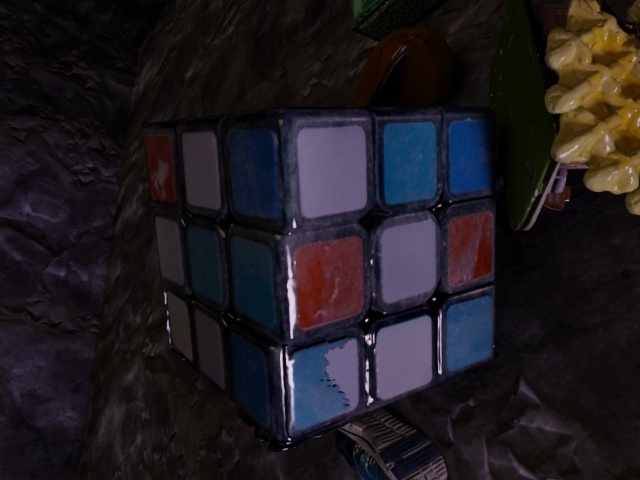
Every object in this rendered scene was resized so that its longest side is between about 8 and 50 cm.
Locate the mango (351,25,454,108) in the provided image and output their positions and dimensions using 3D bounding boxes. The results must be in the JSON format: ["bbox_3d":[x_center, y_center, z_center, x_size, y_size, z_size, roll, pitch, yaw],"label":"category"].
[{"bbox_3d":[0.128,-0.250,0.937,0.236,0.136,0.166,-59,23,27],"label":"mango"}]

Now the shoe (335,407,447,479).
[{"bbox_3d":[0.094,0.318,0.795,0.207,0.092,0.106,22,116,51],"label":"shoe"}]

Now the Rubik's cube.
[{"bbox_3d":[0.000,0.000,0.740,0.362,0.363,0.358,9,108,55],"label":"Rubik's cube"}]

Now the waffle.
[{"bbox_3d":[0.335,-0.135,0.516,0.056,0.261,0.249,132,154,-79],"label":"waffle"}]

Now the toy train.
[{"bbox_3d":[0.165,-0.492,1.007,0.269,0.115,0.154,-26,64,46],"label":"toy train"}]

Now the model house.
[{"bbox_3d":[0.311,-0.168,0.673,0.207,0.154,0.293,80,-169,-57],"label":"model house"}]
